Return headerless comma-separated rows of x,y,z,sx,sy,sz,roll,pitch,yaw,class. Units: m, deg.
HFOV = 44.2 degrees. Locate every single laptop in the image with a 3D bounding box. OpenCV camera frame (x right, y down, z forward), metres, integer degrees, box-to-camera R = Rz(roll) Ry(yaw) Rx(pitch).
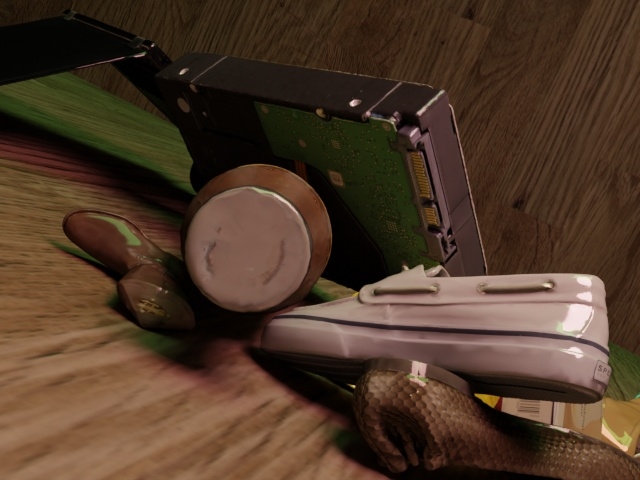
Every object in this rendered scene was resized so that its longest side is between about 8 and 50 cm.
-0.313,-0.155,1.007,0.408,0.236,0.382,45,-6,-36,laptop

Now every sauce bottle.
-0.046,0.000,0.592,0.111,0.112,0.344,25,2,-5,sauce bottle

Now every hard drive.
-0.003,-0.060,0.782,0.338,0.064,0.237,19,-38,42,hard drive

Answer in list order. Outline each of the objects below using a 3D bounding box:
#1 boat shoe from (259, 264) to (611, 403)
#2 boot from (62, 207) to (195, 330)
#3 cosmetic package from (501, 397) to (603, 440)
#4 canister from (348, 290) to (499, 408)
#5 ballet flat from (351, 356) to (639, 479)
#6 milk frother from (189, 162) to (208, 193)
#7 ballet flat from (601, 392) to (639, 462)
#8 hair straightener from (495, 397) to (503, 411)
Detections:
0.068,0.054,0.499,0.226,0.076,0.083,2,-24,28,boat shoe
-0.131,0.019,0.529,0.106,0.037,0.114,26,10,-13,boot
0.178,0.130,0.598,0.041,0.060,0.115,-3,-21,35,cosmetic package
0.080,0.088,0.634,0.126,0.073,0.170,27,5,9,canister
0.117,0.137,0.485,0.249,0.058,0.084,29,-28,-31,ballet flat
-0.103,-0.101,1.181,0.129,0.143,0.134,26,5,-35,milk frother
0.295,0.185,0.731,0.232,0.080,0.073,6,28,-47,ballet flat
0.145,0.123,0.786,0.230,0.047,0.089,24,4,36,hair straightener
